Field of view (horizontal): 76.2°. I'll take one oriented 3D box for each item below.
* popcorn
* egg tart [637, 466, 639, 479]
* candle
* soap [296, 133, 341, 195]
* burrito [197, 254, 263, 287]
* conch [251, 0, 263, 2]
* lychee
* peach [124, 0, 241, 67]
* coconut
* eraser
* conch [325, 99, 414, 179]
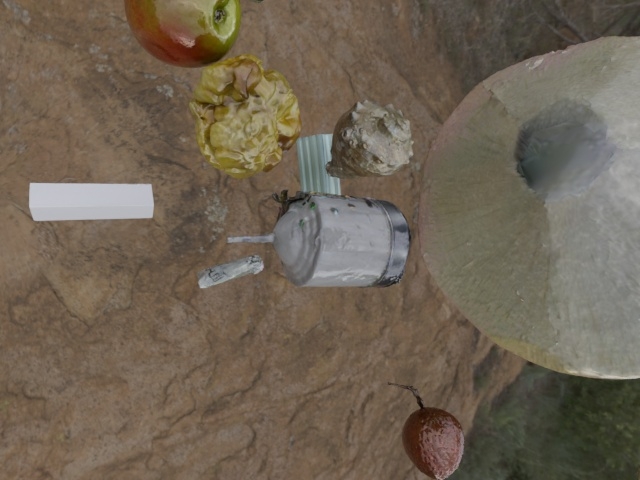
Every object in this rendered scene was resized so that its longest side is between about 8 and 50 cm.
[{"bbox_3d":[-0.176,-0.279,0.921,0.332,0.225,0.265,56,58,-80],"label":"popcorn"},{"bbox_3d":[0.598,0.356,0.633,0.197,0.078,0.197,-4,122,-6],"label":"egg tart"},{"bbox_3d":[0.000,0.000,0.770,0.330,0.187,0.188,3,94,-29],"label":"candle"},{"bbox_3d":[-0.007,-0.268,1.579,0.087,0.159,0.266,-13,101,-39],"label":"soap"},{"bbox_3d":[-0.263,0.089,1.179,0.203,0.064,0.064,-15,109,-1],"label":"burrito"},{"bbox_3d":[-0.178,-0.701,1.005,0.131,0.200,0.172,-49,156,7],"label":"conch"},{"bbox_3d":[0.184,0.317,0.682,0.114,0.101,0.140,22,61,-30],"label":"lychee"},{"bbox_3d":[-0.283,-0.479,0.849,0.231,0.231,0.231,-6,100,-39],"label":"peach"},{"bbox_3d":[0.249,-0.027,0.399,0.309,0.297,0.298,18,84,-57],"label":"coconut"},{"bbox_3d":[-0.632,-0.109,1.149,0.298,0.078,0.076,-4,65,-28],"label":"eraser"},{"bbox_3d":[0.131,-0.326,1.276,0.210,0.352,0.297,54,47,-35],"label":"conch"}]
